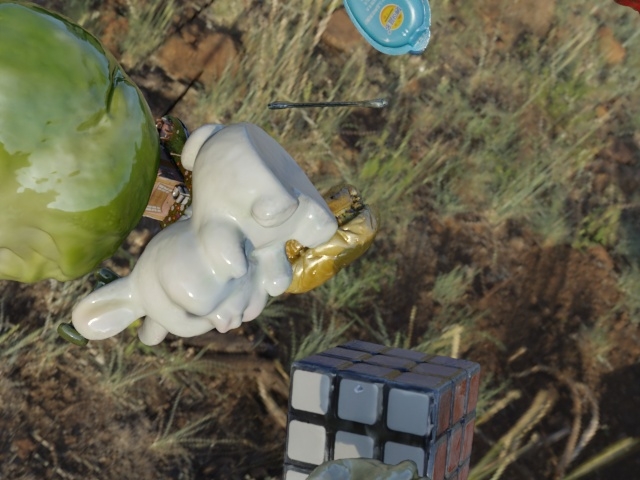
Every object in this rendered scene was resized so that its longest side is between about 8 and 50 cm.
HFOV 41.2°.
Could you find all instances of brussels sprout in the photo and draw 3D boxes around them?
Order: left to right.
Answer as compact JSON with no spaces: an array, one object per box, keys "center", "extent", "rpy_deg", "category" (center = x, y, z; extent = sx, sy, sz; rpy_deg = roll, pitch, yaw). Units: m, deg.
[{"center":[-0.298,-0.080,0.826],"extent":[0.273,0.316,0.243],"rpy_deg":[5,44,-49],"category":"brussels sprout"}]

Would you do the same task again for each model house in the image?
[{"center":[-0.394,-0.168,1.935],"extent":[0.154,0.207,0.294],"rpy_deg":[15,27,-41],"category":"model house"}]

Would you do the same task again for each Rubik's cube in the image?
[{"center":[0.122,0.380,1.673],"extent":[0.305,0.301,0.304],"rpy_deg":[-1,97,-64],"category":"Rubik's cube"}]

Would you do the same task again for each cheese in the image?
[{"center":[0.054,-0.352,1.174],"extent":[0.256,0.106,0.037],"rpy_deg":[44,32,5],"category":"cheese"}]

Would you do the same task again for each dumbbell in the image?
[{"center":[-0.330,0.094,1.225],"extent":[0.046,0.052,0.118],"rpy_deg":[29,75,3],"category":"dumbbell"}]

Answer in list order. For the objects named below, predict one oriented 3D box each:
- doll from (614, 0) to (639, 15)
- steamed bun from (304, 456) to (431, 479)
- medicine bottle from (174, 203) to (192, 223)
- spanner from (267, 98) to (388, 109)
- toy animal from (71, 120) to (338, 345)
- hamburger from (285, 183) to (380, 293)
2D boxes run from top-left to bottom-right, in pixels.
[{"center":[0.309,-0.297,0.877],"extent":[0.384,0.099,0.188],"rpy_deg":[28,6,-20],"category":"doll"},{"center":[0.096,0.440,1.161],"extent":[0.268,0.207,0.280],"rpy_deg":[24,70,-44],"category":"steamed bun"},{"center":[-0.221,-0.046,1.599],"extent":[0.220,0.092,0.061],"rpy_deg":[-44,98,-18],"category":"medicine bottle"},{"center":[0.009,-0.252,1.578],"extent":[0.054,0.254,0.015],"rpy_deg":[-26,116,-55],"category":"spanner"},{"center":[-0.169,0.013,1.179],"extent":[0.241,0.368,0.196],"rpy_deg":[44,11,32],"category":"toy animal"},{"center":[0.000,0.000,1.911],"extent":[0.158,0.318,0.318],"rpy_deg":[53,38,-2],"category":"hamburger"}]
